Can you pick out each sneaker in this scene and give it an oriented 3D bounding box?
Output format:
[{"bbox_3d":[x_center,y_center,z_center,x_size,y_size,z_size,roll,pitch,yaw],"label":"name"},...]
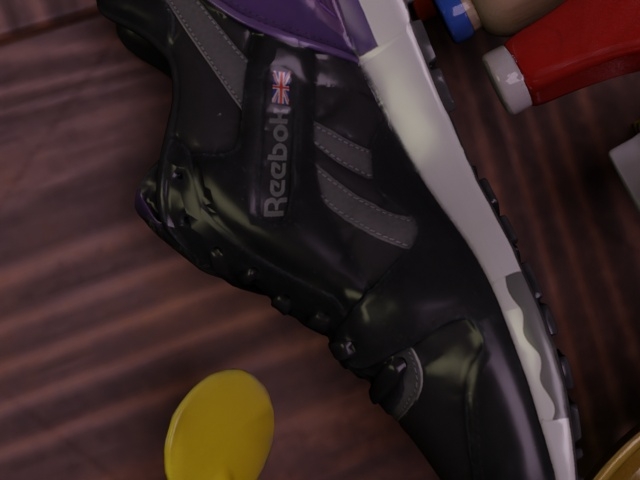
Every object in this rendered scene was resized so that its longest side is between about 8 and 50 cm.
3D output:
[{"bbox_3d":[0.000,0.000,0.450,0.124,0.107,0.283,-20,75,-4],"label":"sneaker"}]

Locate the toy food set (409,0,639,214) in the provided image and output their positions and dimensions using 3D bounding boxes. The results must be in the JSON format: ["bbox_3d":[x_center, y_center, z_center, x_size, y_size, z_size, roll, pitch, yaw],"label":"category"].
[{"bbox_3d":[0.116,-0.052,0.443,0.104,0.111,0.232,-26,72,6],"label":"toy food set"}]

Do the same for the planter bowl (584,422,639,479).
[{"bbox_3d":[0.179,0.138,0.506,0.217,0.090,0.217,-3,105,-10],"label":"planter bowl"}]

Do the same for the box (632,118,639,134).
[{"bbox_3d":[0.214,0.005,0.536,0.054,0.059,0.169,-31,99,-7],"label":"box"}]

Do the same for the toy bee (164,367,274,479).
[{"bbox_3d":[-0.008,0.163,0.441,0.298,0.162,0.195,26,107,13],"label":"toy bee"}]
